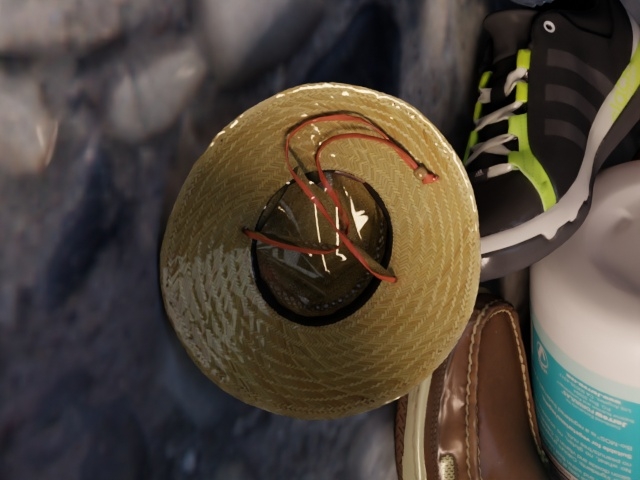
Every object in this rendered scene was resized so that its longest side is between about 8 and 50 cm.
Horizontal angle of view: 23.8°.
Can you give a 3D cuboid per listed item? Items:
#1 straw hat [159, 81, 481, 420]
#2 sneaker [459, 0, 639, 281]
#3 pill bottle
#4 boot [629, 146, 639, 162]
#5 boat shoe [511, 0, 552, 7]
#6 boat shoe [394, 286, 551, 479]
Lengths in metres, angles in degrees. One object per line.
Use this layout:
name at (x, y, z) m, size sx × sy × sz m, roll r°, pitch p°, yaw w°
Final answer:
straw hat at (0.000, 0.000, 0.660) m, size 0.061 × 0.144 × 0.145 m, roll -113°, pitch -160°, yaw -76°
sneaker at (0.100, -0.069, 0.792) m, size 0.097 × 0.084 × 0.235 m, roll 56°, pitch 45°, yaw -19°
pill bottle at (0.191, 0.093, 0.849) m, size 0.146 × 0.146 × 0.264 m, roll -52°, pitch 148°, yaw -35°
boot at (0.294, -0.084, 0.910) m, size 0.283 × 0.109 × 0.220 m, roll -24°, pitch 149°, yaw -16°
boat shoe at (0.163, -0.222, 0.802) m, size 0.089 × 0.109 × 0.258 m, roll 41°, pitch 65°, yaw -34°
boat shoe at (0.104, 0.151, 0.804) m, size 0.095 × 0.095 × 0.258 m, roll -24°, pitch 115°, yaw -50°
